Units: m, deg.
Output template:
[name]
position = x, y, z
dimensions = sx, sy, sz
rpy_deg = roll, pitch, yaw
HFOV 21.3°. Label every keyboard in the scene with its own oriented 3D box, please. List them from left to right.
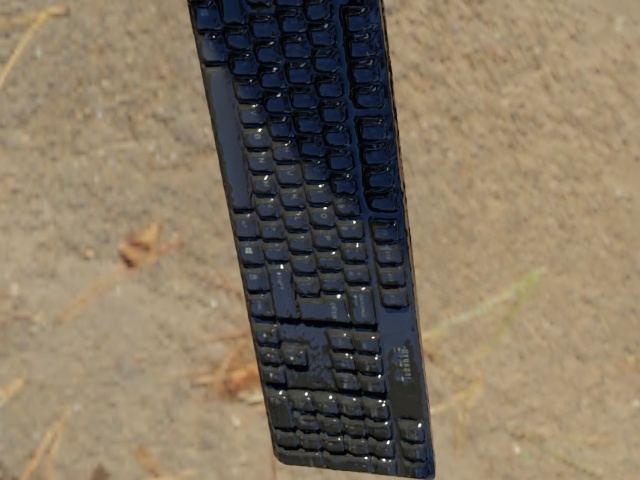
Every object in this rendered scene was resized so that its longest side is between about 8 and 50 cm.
[keyboard]
position = 0.000, 0.000, 0.552
dimensions = 0.061, 0.013, 0.204
rpy_deg = 4, 127, 17
